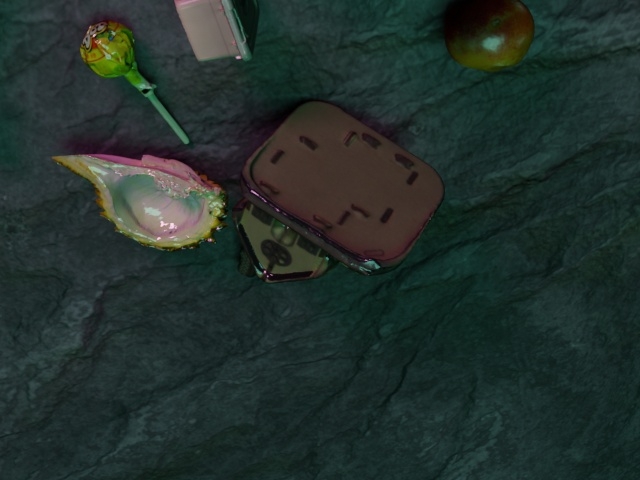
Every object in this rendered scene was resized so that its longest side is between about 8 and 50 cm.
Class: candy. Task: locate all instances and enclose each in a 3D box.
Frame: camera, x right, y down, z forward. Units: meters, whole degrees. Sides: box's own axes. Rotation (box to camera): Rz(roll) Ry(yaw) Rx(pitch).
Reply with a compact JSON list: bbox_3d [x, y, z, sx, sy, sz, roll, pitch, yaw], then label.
[{"bbox_3d":[-0.207,-0.177,0.898,0.062,0.058,0.194,-51,140,-12],"label":"candy"}]

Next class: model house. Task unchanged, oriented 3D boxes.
[{"bbox_3d":[0.000,0.000,1.006,0.218,0.205,0.278,33,143,7],"label":"model house"}]

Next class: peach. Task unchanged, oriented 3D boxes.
[{"bbox_3d":[0.197,-0.245,0.901,0.101,0.100,0.100,-7,130,-8],"label":"peach"}]

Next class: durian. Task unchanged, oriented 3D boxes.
[{"bbox_3d":[-0.222,-0.069,0.963,0.224,0.078,0.140,27,130,-19],"label":"durian"}]

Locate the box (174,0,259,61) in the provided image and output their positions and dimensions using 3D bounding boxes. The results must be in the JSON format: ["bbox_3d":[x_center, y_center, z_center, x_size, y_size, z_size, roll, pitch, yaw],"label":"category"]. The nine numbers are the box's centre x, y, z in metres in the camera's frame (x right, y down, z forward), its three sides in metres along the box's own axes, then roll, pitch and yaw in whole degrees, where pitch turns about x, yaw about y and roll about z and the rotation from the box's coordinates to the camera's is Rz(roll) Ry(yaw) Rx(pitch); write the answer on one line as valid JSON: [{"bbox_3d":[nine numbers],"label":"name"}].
[{"bbox_3d":[-0.108,-0.249,0.814,0.062,0.122,0.089,-10,132,11],"label":"box"}]
